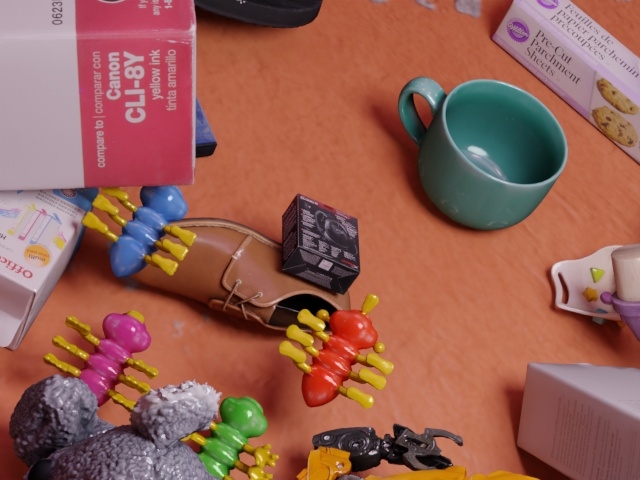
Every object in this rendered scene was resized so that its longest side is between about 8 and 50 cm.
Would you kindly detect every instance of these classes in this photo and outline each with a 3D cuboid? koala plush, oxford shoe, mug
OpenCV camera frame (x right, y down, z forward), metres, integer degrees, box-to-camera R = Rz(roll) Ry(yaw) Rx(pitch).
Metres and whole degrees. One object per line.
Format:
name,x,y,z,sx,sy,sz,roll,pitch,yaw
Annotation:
koala plush,-0.135,0.190,1.222,0.203,0.221,0.196,22,65,-8
oxford shoe,-0.070,0.034,1.479,0.212,0.076,0.076,11,36,-16
mug,0.153,-0.085,1.660,0.129,0.097,0.158,-11,59,-29

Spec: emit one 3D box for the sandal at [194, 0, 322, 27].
sandal,-0.190,-0.345,1.679,0.445,0.107,0.167,30,29,1

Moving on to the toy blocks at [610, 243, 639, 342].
toy blocks,0.441,0.108,1.569,0.288,0.309,0.260,-24,111,-31

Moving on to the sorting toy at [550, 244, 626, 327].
sorting toy,0.257,0.047,1.644,0.075,0.045,0.083,7,53,-9

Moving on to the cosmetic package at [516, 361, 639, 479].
cosmetic package,0.267,0.166,1.440,0.117,0.231,0.086,5,96,-19

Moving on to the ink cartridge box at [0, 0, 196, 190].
ink cartridge box,-0.300,-0.182,1.415,0.384,0.160,0.279,-3,43,-7

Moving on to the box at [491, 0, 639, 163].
box,0.324,-0.141,1.798,0.324,0.067,0.063,42,50,10

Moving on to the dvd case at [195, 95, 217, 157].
dvd case,-0.221,-0.172,1.617,0.180,0.022,0.253,-9,59,-27

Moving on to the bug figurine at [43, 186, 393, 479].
bug figurine,-0.092,0.081,1.408,0.279,0.072,0.216,35,78,3

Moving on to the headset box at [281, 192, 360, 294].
headset box,0.000,0.000,1.494,0.062,0.032,0.083,23,34,-19

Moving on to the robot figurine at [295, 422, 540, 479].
robot figurine,0.085,0.244,1.330,0.291,0.085,0.211,11,43,24

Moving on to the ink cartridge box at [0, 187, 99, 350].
ink cartridge box,-0.258,0.010,1.416,0.092,0.090,0.143,27,48,-3
